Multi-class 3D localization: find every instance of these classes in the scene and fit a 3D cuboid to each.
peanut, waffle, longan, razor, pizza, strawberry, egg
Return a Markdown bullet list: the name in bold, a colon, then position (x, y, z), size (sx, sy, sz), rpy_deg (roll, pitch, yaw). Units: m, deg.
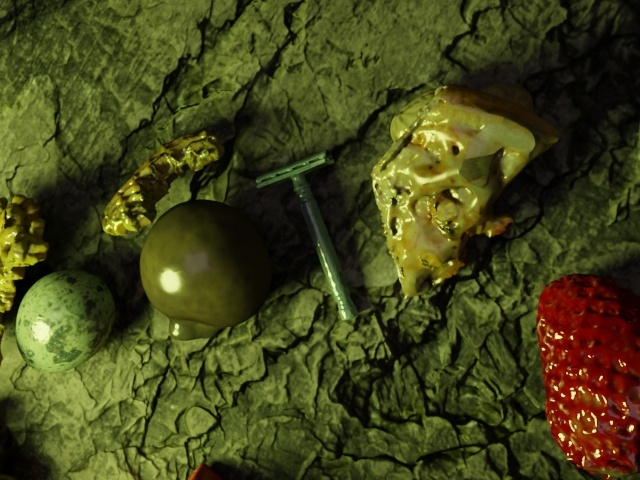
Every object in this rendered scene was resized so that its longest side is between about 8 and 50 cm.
- **peanut**: position (0.184, -0.162, 0.952), size (0.187, 0.082, 0.082), rpy_deg (-3, 89, 13)
- **waffle**: position (-0.479, 0.068, 1.047), size (0.260, 0.069, 0.293), rpy_deg (32, 102, 53)
- **longan**: position (-0.159, 0.046, 0.991), size (0.185, 0.159, 0.204), rpy_deg (25, 104, 13)
- **razor**: position (0.000, 0.000, 1.011), size (0.106, 0.068, 0.232), rpy_deg (-19, 92, 13)
- **pizza**: position (0.156, -0.054, 0.925), size (0.189, 0.071, 0.297), rpy_deg (30, 116, -5)
- **strawberry**: position (0.352, 0.152, 0.877), size (0.205, 0.205, 0.244), rpy_deg (-30, 61, 11)
- **egg**: position (-0.374, 0.120, 1.055), size (0.132, 0.132, 0.172), rpy_deg (41, 111, 11)
- **waffle**: position (-0.226, -0.084, 1.010), size (0.149, 0.194, 0.051), rpy_deg (-8, 128, 47)

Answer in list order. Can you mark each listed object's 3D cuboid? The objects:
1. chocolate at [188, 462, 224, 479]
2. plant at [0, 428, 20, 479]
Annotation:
- **chocolate**: position (-0.196, 0.457, 0.961), size (0.108, 0.235, 0.237), rpy_deg (30, 96, 1)
- **plant**: position (-0.564, 0.348, 1.068), size (0.234, 0.204, 0.178), rpy_deg (-6, 97, 24)
